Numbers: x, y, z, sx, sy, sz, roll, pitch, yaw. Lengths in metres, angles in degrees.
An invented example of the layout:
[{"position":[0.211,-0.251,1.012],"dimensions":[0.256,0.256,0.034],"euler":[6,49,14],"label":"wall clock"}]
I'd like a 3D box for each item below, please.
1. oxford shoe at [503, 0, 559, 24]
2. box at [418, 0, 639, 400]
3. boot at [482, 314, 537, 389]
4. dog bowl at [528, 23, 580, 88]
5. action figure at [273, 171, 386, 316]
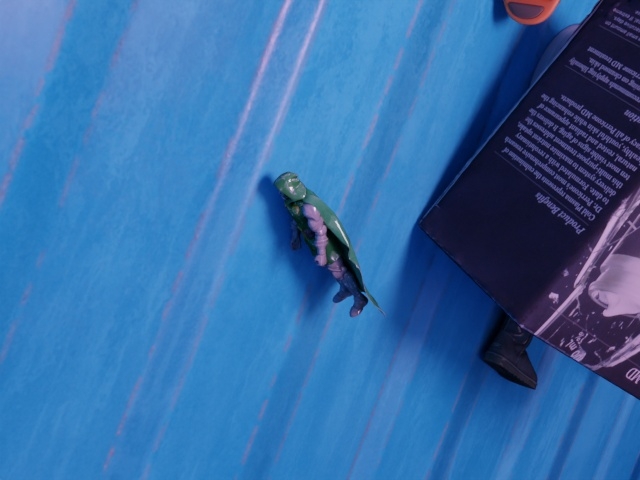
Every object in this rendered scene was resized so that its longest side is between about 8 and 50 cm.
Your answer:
[{"position":[0.381,-0.495,1.374],"dimensions":[0.133,0.130,0.363],"euler":[9,102,-56],"label":"oxford shoe"},{"position":[0.502,-0.046,1.430],"dimensions":[0.480,0.297,0.472],"euler":[29,106,-40],"label":"box"},{"position":[0.400,0.165,1.729],"dimensions":[0.189,0.076,0.208],"euler":[42,69,-49],"label":"boot"},{"position":[0.477,-0.242,1.597],"dimensions":[0.265,0.104,0.265],"euler":[-22,122,-39],"label":"dog bowl"},{"position":[0.000,0.000,1.207],"dimensions":[0.063,0.137,0.232],"euler":[-38,123,-13],"label":"action figure"}]
